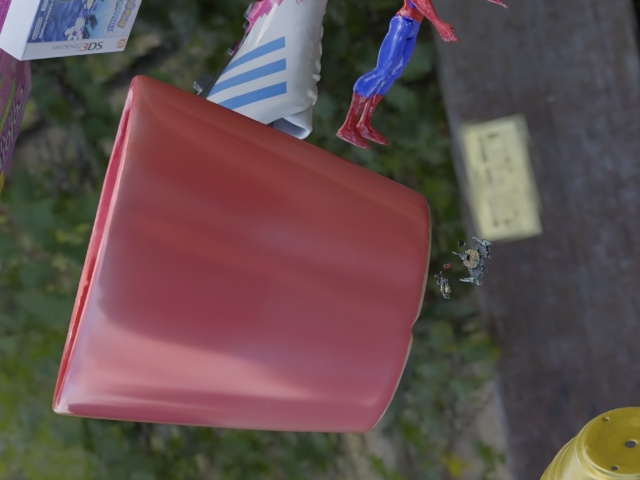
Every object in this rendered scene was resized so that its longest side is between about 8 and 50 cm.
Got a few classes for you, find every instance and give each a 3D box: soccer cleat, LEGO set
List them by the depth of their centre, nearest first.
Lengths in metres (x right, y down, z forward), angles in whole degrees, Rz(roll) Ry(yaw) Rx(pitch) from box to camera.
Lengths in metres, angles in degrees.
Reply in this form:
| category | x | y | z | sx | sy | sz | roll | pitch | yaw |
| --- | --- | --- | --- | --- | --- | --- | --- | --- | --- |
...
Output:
| category | x | y | z | sx | sy | sz | roll | pitch | yaw |
| --- | --- | --- | --- | --- | --- | --- | --- | --- | --- |
| LEGO set | 0.152 | 0.026 | 1.852 | 0.083 | 0.023 | 0.054 | -26 | 64 | 45 |
| soccer cleat | -0.047 | -0.203 | 2.137 | 0.143 | 0.331 | 0.116 | 33 | 161 | 0 |

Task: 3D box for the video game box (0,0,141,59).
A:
| category | x | y | z | sx | sy | sz | roll | pitch | yaw |
| --- | --- | --- | --- | --- | --- | --- | --- | --- | --- |
| video game box | -0.269 | -0.311 | 2.102 | 0.048 | 0.187 | 0.205 | 34 | 116 | 22 |

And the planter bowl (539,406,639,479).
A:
| category | x | y | z | sx | sy | sz | roll | pitch | yaw |
| --- | --- | --- | --- | --- | --- | --- | --- | --- | --- |
| planter bowl | 0.325 | 0.238 | 1.874 | 0.217 | 0.217 | 0.090 | -115 | 9 | -52 |

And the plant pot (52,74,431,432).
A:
| category | x | y | z | sx | sy | sz | roll | pitch | yaw |
| --- | --- | --- | --- | --- | --- | --- | --- | --- | --- |
| plant pot | -0.058 | 0.028 | 1.395 | 0.275 | 0.243 | 0.275 | -167 | 90 | -81 |

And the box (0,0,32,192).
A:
| category | x | y | z | sx | sy | sz | roll | pitch | yaw |
| --- | --- | --- | --- | --- | --- | --- | --- | --- | --- |
| box | -0.464 | -0.187 | 2.367 | 0.243 | 0.117 | 0.213 | 103 | 179 | -64 |

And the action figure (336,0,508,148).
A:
| category | x | y | z | sx | sy | sz | roll | pitch | yaw |
| --- | --- | --- | --- | --- | --- | --- | --- | --- | --- |
| action figure | 0.131 | -0.236 | 2.181 | 0.091 | 0.139 | 0.280 | -23 | -47 | -66 |
